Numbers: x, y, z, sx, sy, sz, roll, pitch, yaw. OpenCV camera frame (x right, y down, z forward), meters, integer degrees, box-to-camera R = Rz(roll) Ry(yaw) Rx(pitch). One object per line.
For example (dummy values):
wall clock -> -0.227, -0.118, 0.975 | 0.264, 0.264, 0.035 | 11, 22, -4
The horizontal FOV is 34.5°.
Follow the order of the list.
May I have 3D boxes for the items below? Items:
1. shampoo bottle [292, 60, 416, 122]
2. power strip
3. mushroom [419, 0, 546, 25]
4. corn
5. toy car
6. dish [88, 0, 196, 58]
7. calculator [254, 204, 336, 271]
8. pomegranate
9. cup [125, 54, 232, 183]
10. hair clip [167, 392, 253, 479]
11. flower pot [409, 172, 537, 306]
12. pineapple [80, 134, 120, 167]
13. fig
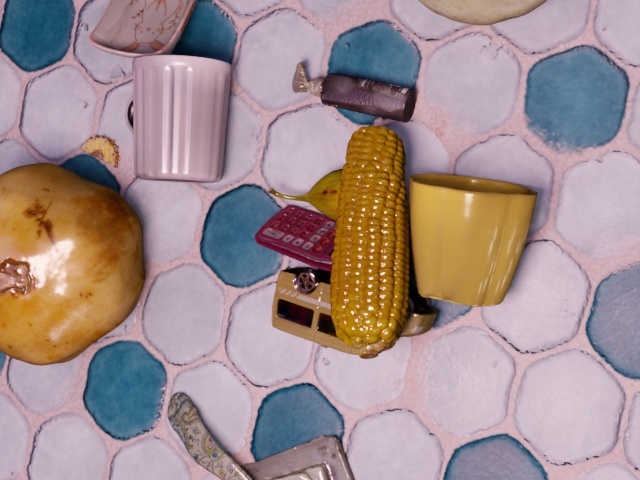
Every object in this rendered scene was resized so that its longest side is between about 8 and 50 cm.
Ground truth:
shampoo bottle -> 0.051, -0.243, 1.681 | 0.207, 0.057, 0.063 | 15, 92, 19
power strip -> -0.032, 0.441, 1.660 | 0.198, 0.064, 0.213 | -24, 79, 16
mushroom -> 0.247, -0.498, 1.526 | 0.352, 0.260, 0.352 | 0, 90, 26
corn -> 0.074, -0.002, 1.534 | 0.120, 0.120, 0.363 | -6, 66, 19
toy car -> 0.051, 0.119, 1.635 | 0.256, 0.101, 0.124 | 17, 100, 21
dish -> -0.286, -0.397, 1.776 | 0.151, 0.077, 0.212 | 13, 69, 19
calculator -> 0.000, 0.000, 1.656 | 0.190, 0.126, 0.034 | 18, 126, 22
pomegranate -> -0.455, 0.037, 1.711 | 0.332, 0.332, 0.332 | -1, 86, 19
cup -> -0.241, -0.200, 1.749 | 0.167, 0.221, 0.202 | 2, 90, -15
hair clip -> -0.190, 0.341, 1.716 | 0.229, 0.036, 0.066 | 42, 109, 28
flower pot -> 0.220, 0.000, 1.546 | 0.195, 0.195, 0.179 | 8, 101, 20
pineapple -> -0.391, -0.166, 1.851 | 0.083, 0.019, 0.045 | 26, 101, 18
fig -> 0.008, -0.085, 1.674 | 0.166, 0.093, 0.093 | 20, 93, 26
